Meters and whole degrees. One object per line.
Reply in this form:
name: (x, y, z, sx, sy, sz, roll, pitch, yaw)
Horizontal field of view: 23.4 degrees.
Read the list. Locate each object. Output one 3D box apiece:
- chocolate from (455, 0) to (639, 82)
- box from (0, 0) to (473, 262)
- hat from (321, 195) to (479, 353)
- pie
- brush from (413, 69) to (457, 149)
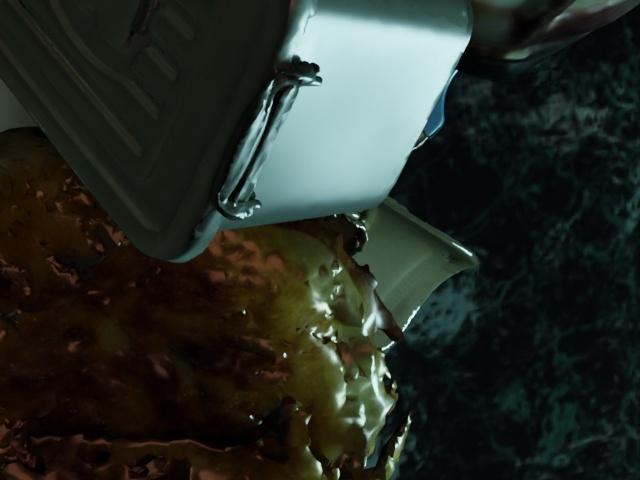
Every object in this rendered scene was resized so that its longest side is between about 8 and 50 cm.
chocolate: (0.115, -0.226, 0.798, 0.283, 0.186, 0.283, -2, 97, -20)
box: (-0.051, -0.112, 0.724, 0.135, 0.243, 0.163, -2, 129, -43)
hat: (0.000, 0.000, 0.868, 0.175, 0.085, 0.147, 24, 121, -42)
pie: (-0.103, 0.086, 0.791, 0.308, 0.085, 0.308, -1, 107, -3)
brush: (0.082, -0.111, 0.903, 0.164, 0.014, 0.051, -44, 112, -10)
